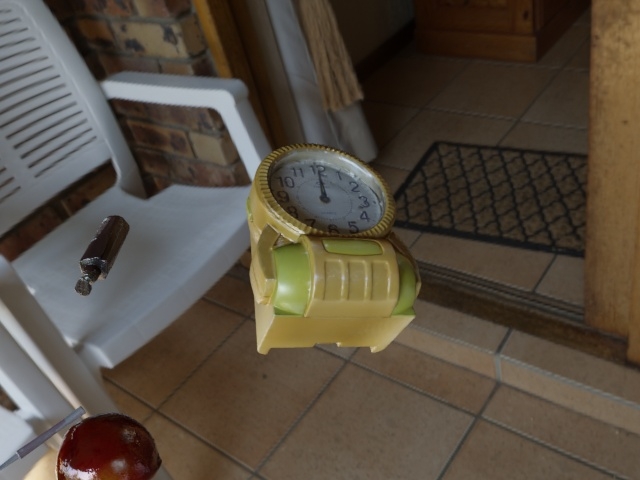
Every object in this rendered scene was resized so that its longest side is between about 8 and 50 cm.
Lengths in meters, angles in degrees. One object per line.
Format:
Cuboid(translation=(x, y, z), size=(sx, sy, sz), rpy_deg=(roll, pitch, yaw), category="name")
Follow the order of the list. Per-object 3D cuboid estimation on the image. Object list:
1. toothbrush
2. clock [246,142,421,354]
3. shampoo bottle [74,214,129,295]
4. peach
Cuboid(translation=(-0.473, 0.335, 1.046), size=(0.194, 0.017, 0.014), rpy_deg=(-33, 44, -30), category="toothbrush")
Cuboid(translation=(0.000, 0.000, 0.989), size=(0.244, 0.200, 0.317), rpy_deg=(4, 50, -22), category="clock")
Cuboid(translation=(-0.481, 0.032, 1.410), size=(0.066, 0.068, 0.236), rpy_deg=(-1, 38, 4), category="shampoo bottle")
Cuboid(translation=(-0.412, 0.429, 1.260), size=(0.197, 0.198, 0.197), rpy_deg=(-11, 38, 8), category="peach")
